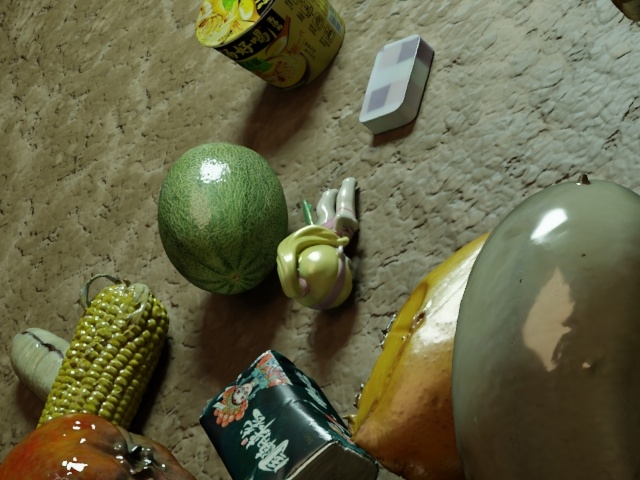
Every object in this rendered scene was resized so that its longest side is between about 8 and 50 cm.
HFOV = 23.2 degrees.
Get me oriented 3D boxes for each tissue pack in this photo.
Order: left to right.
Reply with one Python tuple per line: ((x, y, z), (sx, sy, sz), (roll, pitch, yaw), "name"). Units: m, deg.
((-0.029, 0.182, 1.377), (0.103, 0.090, 0.170), (-46, 34, 2), "tissue pack")

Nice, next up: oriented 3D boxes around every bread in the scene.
((-0.308, 0.145, 1.783), (0.073, 0.053, 0.214), (-51, 32, -7), "bread")

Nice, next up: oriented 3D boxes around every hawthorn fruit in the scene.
((-0.225, 0.293, 1.406), (0.262, 0.210, 0.210), (-54, 32, 9), "hawthorn fruit")

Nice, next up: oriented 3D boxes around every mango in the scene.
((0.121, 0.093, 1.257), (0.252, 0.126, 0.154), (-57, 22, -22), "mango")

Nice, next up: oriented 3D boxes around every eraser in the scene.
((0.080, -0.165, 1.644), (0.065, 0.026, 0.105), (-17, 46, 45), "eraser")

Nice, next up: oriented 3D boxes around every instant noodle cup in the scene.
((-0.052, -0.250, 1.799), (0.151, 0.122, 0.151), (-33, 35, 27), "instant noodle cup")

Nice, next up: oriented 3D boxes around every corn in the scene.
((-0.239, 0.173, 1.632), (0.106, 0.106, 0.293), (-12, 50, 44), "corn")

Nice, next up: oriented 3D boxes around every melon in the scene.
((-0.102, -0.028, 1.626), (0.139, 0.139, 0.192), (-37, 40, 21), "melon")

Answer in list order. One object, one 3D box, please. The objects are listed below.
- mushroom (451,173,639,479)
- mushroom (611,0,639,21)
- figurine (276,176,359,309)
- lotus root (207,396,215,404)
((0.235, 0.097, 1.036), (0.290, 0.292, 0.292), (-6, 48, 11), "mushroom")
((0.353, -0.282, 1.320), (0.301, 0.208, 0.233), (36, 128, 47), "mushroom")
((0.000, 0.000, 1.543), (0.083, 0.083, 0.187), (-27, 30, 32), "figurine")
((-0.070, 0.156, 1.508), (0.083, 0.030, 0.037), (-30, 69, 33), "lotus root")
